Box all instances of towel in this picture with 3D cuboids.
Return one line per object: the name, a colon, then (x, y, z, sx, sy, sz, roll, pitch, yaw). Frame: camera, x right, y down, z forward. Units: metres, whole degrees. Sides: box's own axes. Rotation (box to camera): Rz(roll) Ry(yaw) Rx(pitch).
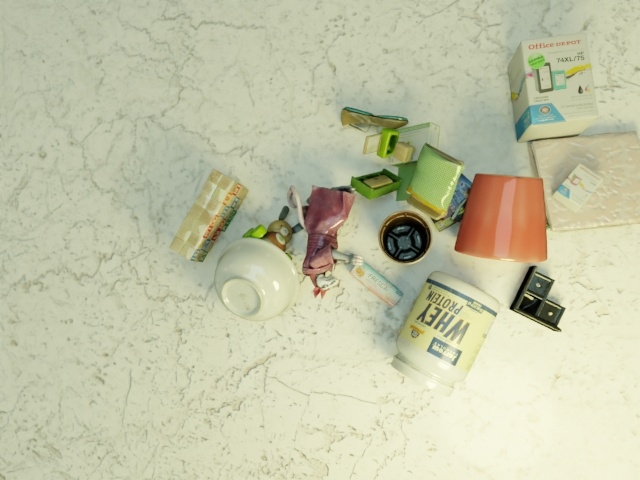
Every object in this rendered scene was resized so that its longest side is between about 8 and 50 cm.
towel: (0.854, -0.187, 1.739, 0.331, 0.053, 0.317, -5, 71, 4)

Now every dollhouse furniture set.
dollhouse furniture set: (0.260, -0.200, 1.705, 0.301, 0.151, 0.198, 37, 131, 36)

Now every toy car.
toy car: (-0.135, -0.022, 1.846, 0.155, 0.149, 0.188, 48, 64, -14)

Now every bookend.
bookend: (0.704, 0.183, 1.737, 0.157, 0.072, 0.156, 27, 88, 9)

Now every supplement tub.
supplement tub: (0.375, 0.282, 1.687, 0.235, 0.235, 0.325, 27, 87, 10)

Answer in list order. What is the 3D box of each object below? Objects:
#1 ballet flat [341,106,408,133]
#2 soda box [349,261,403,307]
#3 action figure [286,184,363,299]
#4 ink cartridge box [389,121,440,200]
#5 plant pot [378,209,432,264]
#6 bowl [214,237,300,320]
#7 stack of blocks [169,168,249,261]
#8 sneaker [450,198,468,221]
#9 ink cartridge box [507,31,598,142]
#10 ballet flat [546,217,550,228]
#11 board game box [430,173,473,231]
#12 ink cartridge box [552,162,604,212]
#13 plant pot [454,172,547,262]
ballet flat: (0.181, -0.400, 1.880, 0.232, 0.080, 0.073, 14, 109, 13)
soda box: (0.184, 0.141, 1.817, 0.183, 0.058, 0.063, 40, 90, 9)
action figure: (0.000, 0.000, 1.746, 0.275, 0.248, 0.370, 12, 72, -2)
ink cartridge box: (0.300, -0.253, 1.800, 0.171, 0.056, 0.235, -1, 80, 51)
plant pot: (0.270, 0.000, 1.768, 0.167, 0.165, 0.167, -1, 83, 8)
bowl: (-0.225, 0.150, 1.762, 0.298, 0.134, 0.298, 9, 119, 17)
stack of blocks: (-0.370, -0.077, 1.858, 0.087, 0.171, 0.297, 29, 89, 10)
sneaker: (0.449, -0.095, 1.765, 0.035, 0.031, 0.083, 34, 93, -4)
ink cartridge box: (0.723, -0.475, 1.743, 0.198, 0.197, 0.270, -6, 83, 7)
ballet flat: (0.733, -0.068, 1.767, 0.188, 0.070, 0.070, -19, 81, -4)
board game box: (0.421, -0.156, 1.818, 0.194, 0.060, 0.194, -31, 80, 3)
ink cartridge box: (0.783, -0.161, 1.683, 0.088, 0.052, 0.122, 39, 78, 17)
plant pot: (0.551, -0.074, 1.662, 0.275, 0.275, 0.243, 6, 98, 8)
